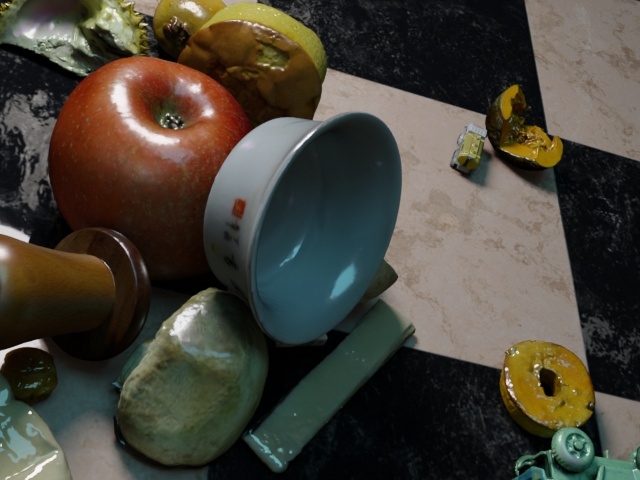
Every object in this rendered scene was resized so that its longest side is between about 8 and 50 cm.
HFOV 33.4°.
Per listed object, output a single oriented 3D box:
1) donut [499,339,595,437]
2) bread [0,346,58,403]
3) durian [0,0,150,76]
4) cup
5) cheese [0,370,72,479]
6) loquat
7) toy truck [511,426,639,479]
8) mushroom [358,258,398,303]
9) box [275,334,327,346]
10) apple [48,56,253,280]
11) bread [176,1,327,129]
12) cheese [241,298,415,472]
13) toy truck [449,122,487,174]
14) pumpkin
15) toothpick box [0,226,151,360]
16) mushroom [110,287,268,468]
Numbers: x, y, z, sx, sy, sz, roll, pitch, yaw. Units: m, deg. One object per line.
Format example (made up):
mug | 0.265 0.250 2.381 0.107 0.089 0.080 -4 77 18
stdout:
donut | 0.374 0.254 1.788 0.162 0.065 0.178 18 47 -3
bread | -0.405 0.189 1.485 0.081 0.046 0.083 17 47 -9
durian | -0.421 -0.379 1.915 0.306 0.172 0.166 24 69 -15
cup | -0.044 -0.039 1.543 0.163 0.347 0.347 24 39 32
cheese | -0.438 0.266 1.370 0.263 0.093 0.159 46 50 15
loquat | -0.242 -0.409 2.027 0.163 0.137 0.163 27 41 -26
toy truck | 0.431 0.391 1.632 0.279 0.155 0.156 11 56 -17
mushroom | 0.000 0.000 1.772 0.189 0.195 0.254 -21 74 -2
box | -0.035 0.143 1.717 0.083 0.024 0.054 0 50 -25
apple | -0.250 -0.114 1.663 0.348 0.277 0.348 14 45 -14
bread | -0.119 -0.288 1.900 0.270 0.270 0.148 24 40 -4
cheese | 0.023 0.219 1.674 0.085 0.034 0.400 42 47 7
toy truck | 0.300 -0.184 2.139 0.052 0.063 0.123 25 45 -3
pumpkin | 0.401 -0.217 2.186 0.183 0.107 0.119 54 51 -8
toothpick box | -0.366 0.073 1.450 0.192 0.192 0.294 52 22 22
mushroom | -0.166 0.186 1.519 0.189 0.164 0.267 40 46 13
